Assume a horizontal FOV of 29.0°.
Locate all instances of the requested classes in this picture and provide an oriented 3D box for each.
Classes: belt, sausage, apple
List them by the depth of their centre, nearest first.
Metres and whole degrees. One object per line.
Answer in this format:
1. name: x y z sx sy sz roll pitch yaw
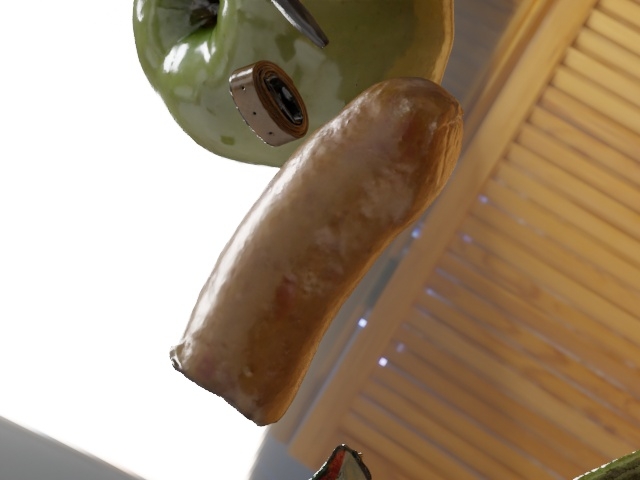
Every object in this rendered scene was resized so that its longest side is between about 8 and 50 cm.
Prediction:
1. sausage: 0.001 0.000 0.869 0.109 0.271 0.109 37 -175 -4
2. belt: -0.044 -0.126 1.121 0.083 0.036 0.059 52 -138 -27
3. apple: -0.025 -0.254 1.367 0.357 0.357 0.357 29 -171 -5

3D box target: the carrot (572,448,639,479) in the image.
1. carrot: 0.369 0.341 1.645 0.074 0.358 0.074 56 162 29

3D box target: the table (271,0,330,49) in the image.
1. table: -0.016 -0.336 0.886 0.249 0.317 0.317 33 -172 -3

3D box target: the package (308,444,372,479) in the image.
1. package: 0.043 0.322 1.144 0.166 0.040 0.232 -44 -72 -41
